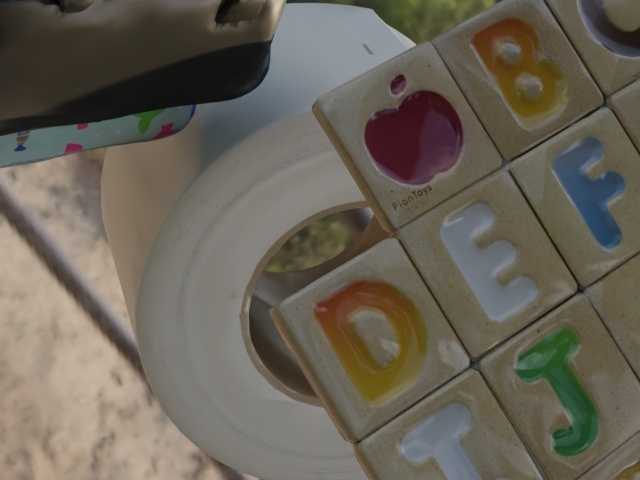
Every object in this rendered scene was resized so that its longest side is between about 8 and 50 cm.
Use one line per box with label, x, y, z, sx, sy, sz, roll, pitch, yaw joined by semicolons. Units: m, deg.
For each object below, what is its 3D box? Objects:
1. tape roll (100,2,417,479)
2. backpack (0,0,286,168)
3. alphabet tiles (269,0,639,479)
tape roll;0.000;0.000;0.855;0.246;0.246;0.169;52;5;-30
backpack;-0.150;-0.165;0.707;0.225;0.191;0.253;-15;64;-36
alphabet tiles;0.151;0.054;0.566;0.285;0.011;0.343;-30;87;-24
